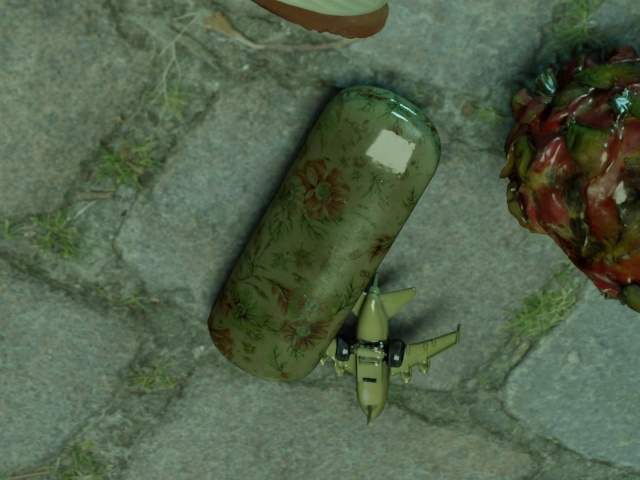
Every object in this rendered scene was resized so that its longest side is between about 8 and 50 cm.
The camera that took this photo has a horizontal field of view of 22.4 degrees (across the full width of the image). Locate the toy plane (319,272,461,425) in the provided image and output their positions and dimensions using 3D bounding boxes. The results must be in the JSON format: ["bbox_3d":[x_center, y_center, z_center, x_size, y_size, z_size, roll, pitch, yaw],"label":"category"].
[{"bbox_3d":[0.068,0.150,2.126,0.229,0.092,0.244,5,125,7],"label":"toy plane"}]

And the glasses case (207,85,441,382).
[{"bbox_3d":[0.000,0.000,1.978,0.156,0.098,0.425,29,120,-2],"label":"glasses case"}]

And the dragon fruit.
[{"bbox_3d":[0.341,-0.082,1.898,0.263,0.314,0.296,13,113,23],"label":"dragon fruit"}]

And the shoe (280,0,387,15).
[{"bbox_3d":[-0.068,-0.376,1.646,0.363,0.160,0.132,31,153,-21],"label":"shoe"}]

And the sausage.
[{"bbox_3d":[-0.068,-0.303,1.750,0.327,0.087,0.079,26,160,-27],"label":"sausage"}]
